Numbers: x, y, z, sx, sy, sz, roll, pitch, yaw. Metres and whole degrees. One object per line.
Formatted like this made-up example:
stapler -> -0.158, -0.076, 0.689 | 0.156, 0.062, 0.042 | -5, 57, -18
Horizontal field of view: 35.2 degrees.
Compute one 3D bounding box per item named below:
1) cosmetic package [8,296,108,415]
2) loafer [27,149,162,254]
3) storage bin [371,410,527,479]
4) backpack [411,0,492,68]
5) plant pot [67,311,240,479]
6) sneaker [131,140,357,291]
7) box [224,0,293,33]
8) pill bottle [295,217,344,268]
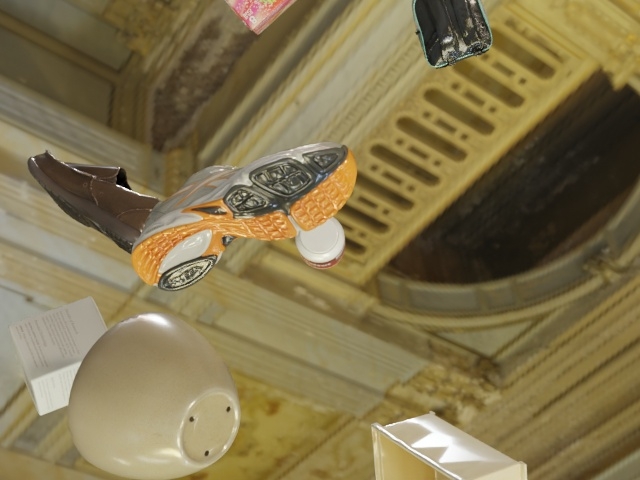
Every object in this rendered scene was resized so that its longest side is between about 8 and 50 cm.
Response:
cosmetic package -> -0.538, 0.243, 2.128 | 0.151, 0.184, 0.151 | 56, -26, 30
loafer -> -0.439, -0.091, 2.035 | 0.366, 0.134, 0.130 | 32, -107, 24
storage bin -> 0.210, 0.445, 1.638 | 0.262, 0.123, 0.260 | 19, -63, 59
backpack -> 0.293, -0.505, 2.291 | 0.166, 0.188, 0.144 | -19, -162, 11
plant pot -> -0.244, 0.280, 1.667 | 0.191, 0.284, 0.284 | 17, -98, 41
sneaker -> -0.087, -0.053, 1.083 | 0.263, 0.099, 0.121 | -24, -144, 12
box -> -0.048, -0.450, 1.549 | 0.257, 0.128, 0.122 | -41, -174, 6
pill bottle -> 0.000, 0.000, 1.753 | 0.152, 0.086, 0.086 | 73, 39, -81
